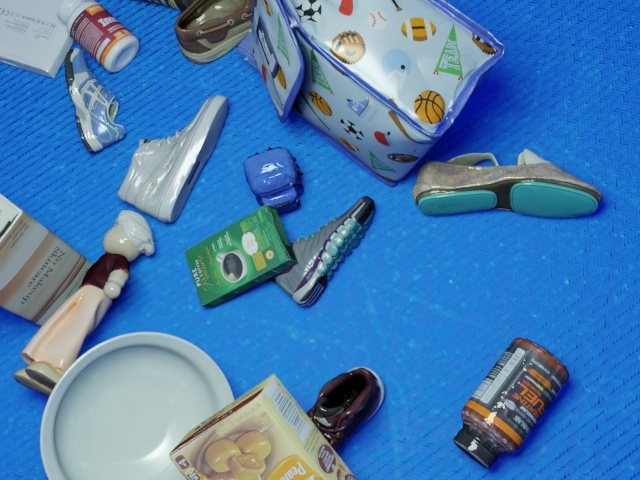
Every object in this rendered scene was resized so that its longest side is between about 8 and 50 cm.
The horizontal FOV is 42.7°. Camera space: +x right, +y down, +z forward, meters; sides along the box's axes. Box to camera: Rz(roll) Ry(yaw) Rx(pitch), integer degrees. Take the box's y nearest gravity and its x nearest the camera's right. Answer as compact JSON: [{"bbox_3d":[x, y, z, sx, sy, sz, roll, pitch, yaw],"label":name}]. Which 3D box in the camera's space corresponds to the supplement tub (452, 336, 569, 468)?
[{"bbox_3d":[0.292,0.257,1.280,0.106,0.106,0.198,36,80,16],"label":"supplement tub"}]

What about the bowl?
[{"bbox_3d":[-0.291,0.292,1.297,0.297,0.134,0.298,2,84,-21],"label":"bowl"}]

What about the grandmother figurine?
[{"bbox_3d":[-0.381,0.090,1.380,0.207,0.104,0.342,-15,41,45],"label":"grandmother figurine"}]

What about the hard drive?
[{"bbox_3d":[-0.563,-0.492,1.662,0.203,0.040,0.308,19,75,12],"label":"hard drive"}]

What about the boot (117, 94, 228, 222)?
[{"bbox_3d":[-0.271,-0.168,1.490,0.123,0.095,0.258,24,77,7],"label":"boot"}]

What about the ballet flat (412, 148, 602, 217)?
[{"bbox_3d":[0.316,-0.105,1.400,0.315,0.108,0.106,2,59,7],"label":"ballet flat"}]

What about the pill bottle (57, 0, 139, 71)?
[{"bbox_3d":[-0.431,-0.403,1.579,0.152,0.086,0.086,42,81,5],"label":"pill bottle"}]

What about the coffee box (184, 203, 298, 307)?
[{"bbox_3d":[-0.140,0.029,1.412,0.184,0.040,0.113,-29,69,17],"label":"coffee box"}]

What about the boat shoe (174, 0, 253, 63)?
[{"bbox_3d":[-0.136,-0.477,1.561,0.342,0.123,0.123,-36,72,-6],"label":"boat shoe"}]

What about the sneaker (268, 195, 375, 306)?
[{"bbox_3d":[0.000,0.000,1.413,0.098,0.083,0.224,33,79,21],"label":"sneaker"}]

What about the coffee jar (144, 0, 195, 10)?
[{"bbox_3d":[-0.324,-0.508,1.609,0.184,0.096,0.079,15,77,12],"label":"coffee jar"}]

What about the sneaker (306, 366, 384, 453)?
[{"bbox_3d":[-0.013,0.299,1.271,0.106,0.162,0.281,36,79,16],"label":"sneaker"}]

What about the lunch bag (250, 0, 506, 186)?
[{"bbox_3d":[0.048,-0.294,1.334,0.385,0.328,0.239,38,77,-1],"label":"lunch bag"}]

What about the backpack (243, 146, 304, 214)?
[{"bbox_3d":[-0.077,-0.106,1.434,0.097,0.120,0.101,-23,71,-2],"label":"backpack"}]

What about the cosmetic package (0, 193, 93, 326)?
[{"bbox_3d":[-0.514,0.027,1.352,0.129,0.296,0.153,32,80,14],"label":"cosmetic package"}]

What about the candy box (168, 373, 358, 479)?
[{"bbox_3d":[-0.050,0.377,1.204,0.183,0.087,0.316,-36,93,20],"label":"candy box"}]

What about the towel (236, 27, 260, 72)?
[{"bbox_3d":[0.034,-0.403,1.547,0.243,0.040,0.336,39,78,7],"label":"towel"}]

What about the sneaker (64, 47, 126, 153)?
[{"bbox_3d":[-0.431,-0.270,1.561,0.081,0.080,0.211,-17,80,-6],"label":"sneaker"}]
